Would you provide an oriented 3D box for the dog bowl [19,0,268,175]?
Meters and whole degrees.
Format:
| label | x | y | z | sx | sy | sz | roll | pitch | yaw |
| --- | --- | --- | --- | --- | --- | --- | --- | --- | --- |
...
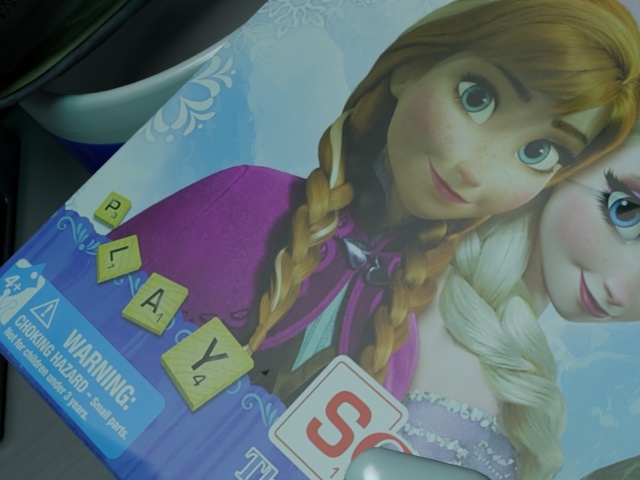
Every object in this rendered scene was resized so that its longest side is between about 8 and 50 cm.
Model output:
| label | x | y | z | sx | sy | sz | roll | pitch | yaw |
| --- | --- | --- | --- | --- | --- | --- | --- | --- | --- |
| dog bowl | -0.047 | -0.142 | 0.809 | 0.265 | 0.104 | 0.265 | -22 | 43 | 21 |

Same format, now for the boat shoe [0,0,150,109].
| label | x | y | z | sx | sy | sz | roll | pitch | yaw |
| --- | --- | --- | --- | --- | --- | --- | --- | --- | --- |
| boat shoe | -0.088 | -0.174 | 0.716 | 0.285 | 0.103 | 0.092 | -46 | 45 | -2 |

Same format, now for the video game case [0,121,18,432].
| label | x | y | z | sx | sy | sz | roll | pitch | yaw |
| --- | --- | --- | --- | --- | --- | --- | --- | --- | --- |
| video game case | -0.302 | 0.070 | 0.872 | 0.275 | 0.035 | 0.248 | -27 | 41 | 16 |

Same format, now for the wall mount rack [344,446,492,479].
| label | x | y | z | sx | sy | sz | roll | pitch | yaw |
| --- | --- | --- | --- | --- | --- | --- | --- | --- | --- |
| wall mount rack | 0.181 | -0.015 | 0.373 | 0.304 | 0.130 | 0.350 | -13 | 47 | 37 |

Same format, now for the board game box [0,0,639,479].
| label | x | y | z | sx | sy | sz | roll | pitch | yaw |
| --- | --- | --- | --- | --- | --- | --- | --- | --- | --- |
| board game box | 0.078 | 0.012 | 0.525 | 0.318 | 0.066 | 0.319 | -47 | 57 | -7 |
